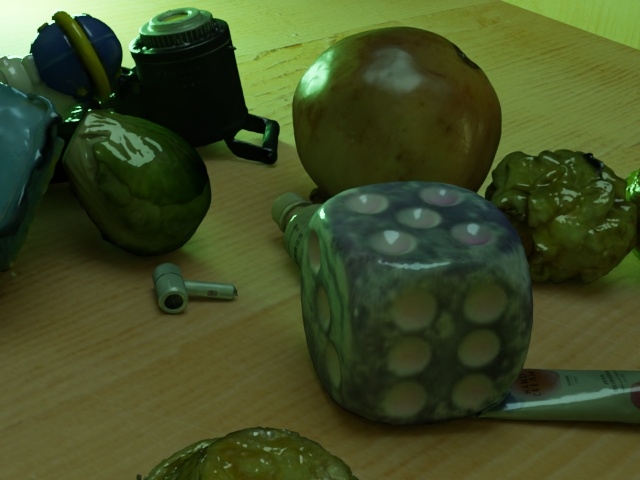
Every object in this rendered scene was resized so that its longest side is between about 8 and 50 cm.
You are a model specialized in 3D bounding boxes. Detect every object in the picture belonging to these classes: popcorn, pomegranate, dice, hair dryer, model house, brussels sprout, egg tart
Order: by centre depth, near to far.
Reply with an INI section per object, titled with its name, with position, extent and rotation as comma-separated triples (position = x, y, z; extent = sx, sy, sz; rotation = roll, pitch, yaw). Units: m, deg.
[egg tart]
position = -0.056, 0.318, 1.352
extent = 0.341, 0.132, 0.341
rotation = 8, 28, -5
[dice]
position = 0.130, 0.086, 1.689
extent = 0.270, 0.270, 0.271
rotation = -5, 29, -16
[model house]
position = -0.514, -0.088, 1.770
extent = 0.215, 0.303, 0.237
rotation = 20, 72, -5
[hair dryer]
position = -0.193, 0.080, 1.865
extent = 0.137, 0.047, 0.082
rotation = 7, 27, -21
[brussels sprout]
position = -0.304, -0.098, 1.941
extent = 0.271, 0.210, 0.219
rotation = 36, 26, -28
[popcorn]
position = 0.421, -0.042, 2.124
extent = 0.286, 0.215, 0.252
rotation = 26, 63, 32
[pomegranate]
position = 0.127, -0.199, 2.170
extent = 0.411, 0.412, 0.411
rotation = 8, 27, -4

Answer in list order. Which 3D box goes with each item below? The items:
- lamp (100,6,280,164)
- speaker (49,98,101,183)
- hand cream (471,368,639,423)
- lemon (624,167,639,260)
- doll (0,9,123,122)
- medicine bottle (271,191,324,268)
[lamp]
position = -0.252, -0.326, 2.369
extent = 0.374, 0.272, 0.205
rotation = 8, 29, -4
[speaker]
position = -0.534, -0.143, 2.099
extent = 0.388, 0.184, 0.180
rotation = -5, 28, -5
[hand cream]
position = 0.375, 0.225, 1.749
extent = 0.340, 0.078, 0.124
rotation = 3, 28, -3
[lemon]
position = 0.681, -0.044, 2.161
extent = 0.253, 0.254, 0.310
rotation = -11, 37, -35
[doll]
position = -0.438, -0.256, 1.933
extent = 0.242, 0.159, 0.311
rotation = -44, 10, -16
[medicine bottle]
position = 0.000, 0.000, 1.998
extent = 0.114, 0.114, 0.252
rotation = -7, 32, -29
